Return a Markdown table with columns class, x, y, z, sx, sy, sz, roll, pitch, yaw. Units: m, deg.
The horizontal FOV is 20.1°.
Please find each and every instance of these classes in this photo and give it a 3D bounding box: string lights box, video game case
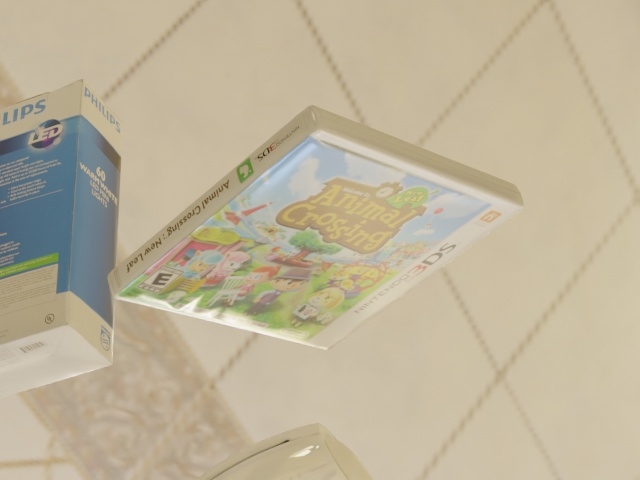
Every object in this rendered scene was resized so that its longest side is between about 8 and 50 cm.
| class | x | y | z | sx | sy | sz | roll | pitch | yaw |
| --- | --- | --- | --- | --- | --- | --- | --- | --- | --- |
| string lights box | -0.249 | -0.003 | 1.565 | 0.077 | 0.133 | 0.260 | 49 | 31 | -48 |
| video game case | 0.000 | 0.000 | 1.184 | 0.212 | 0.193 | 0.023 | 18 | 44 | -46 |

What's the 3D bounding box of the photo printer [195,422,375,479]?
| class | x | y | z | sx | sy | sz | roll | pitch | yaw |
| --- | --- | --- | --- | --- | --- | --- | --- | --- | --- |
| photo printer | -0.020 | 0.352 | 1.870 | 0.256 | 0.107 | 0.307 | -34 | 108 | 7 |
